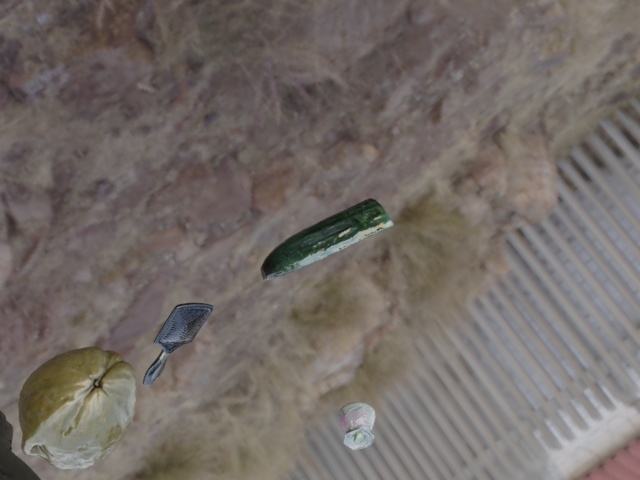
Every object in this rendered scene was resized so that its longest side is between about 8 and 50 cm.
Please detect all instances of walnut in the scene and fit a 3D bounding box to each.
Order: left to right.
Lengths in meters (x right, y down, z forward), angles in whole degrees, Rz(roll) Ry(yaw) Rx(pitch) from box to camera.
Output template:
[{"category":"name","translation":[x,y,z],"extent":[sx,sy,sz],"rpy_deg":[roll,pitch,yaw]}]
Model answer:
[{"category":"walnut","translation":[-0.491,0.336,2.048],"extent":[0.283,0.227,0.283],"rpy_deg":[-46,180,0]}]

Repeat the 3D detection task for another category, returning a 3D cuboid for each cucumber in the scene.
[{"category":"cucumber","translation":[0.000,0.000,1.824],"extent":[0.244,0.063,0.115],"rpy_deg":[-27,-176,-7]}]

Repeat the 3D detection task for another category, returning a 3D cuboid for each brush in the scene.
[{"category":"brush","translation":[-0.215,0.152,1.473],"extent":[0.063,0.016,0.193],"rpy_deg":[4,138,-34]}]

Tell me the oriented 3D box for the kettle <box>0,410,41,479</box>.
[{"category":"kettle","translation":[-0.424,0.366,1.099],"extent":[0.308,0.203,0.262],"rpy_deg":[-53,172,10]}]

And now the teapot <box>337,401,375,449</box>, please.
[{"category":"teapot","translation":[0.060,0.319,1.714],"extent":[0.064,0.064,0.083],"rpy_deg":[8,128,-10]}]
